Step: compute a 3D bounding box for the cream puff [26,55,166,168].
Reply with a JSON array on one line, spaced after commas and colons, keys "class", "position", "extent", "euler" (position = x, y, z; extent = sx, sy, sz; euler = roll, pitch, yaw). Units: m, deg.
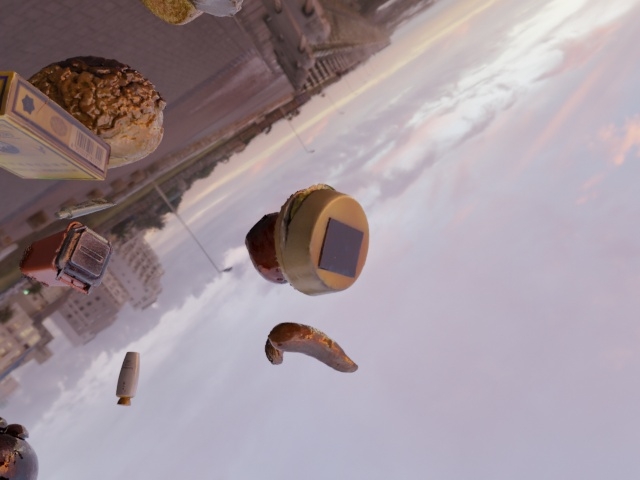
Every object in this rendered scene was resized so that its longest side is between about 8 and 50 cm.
[{"class": "cream puff", "position": [-0.543, -0.318, 1.217], "extent": [0.327, 0.231, 0.343], "euler": [-13, -144, -29]}]

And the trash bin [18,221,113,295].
[{"class": "trash bin", "position": [-0.758, 0.068, 1.503], "extent": [0.238, 0.161, 0.185], "euler": [-11, -125, 28]}]

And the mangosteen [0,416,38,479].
[{"class": "mangosteen", "position": [-1.022, 0.681, 1.537], "extent": [0.306, 0.347, 0.307], "euler": [-13, 154, -7]}]

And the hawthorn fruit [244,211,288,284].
[{"class": "hawthorn fruit", "position": [-0.118, 0.036, 1.571], "extent": [0.215, 0.250, 0.215], "euler": [-21, 164, -6]}]

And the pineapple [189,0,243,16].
[{"class": "pineapple", "position": [-0.203, -0.568, 0.976], "extent": [0.125, 0.251, 0.125], "euler": [0, 177, 0]}]

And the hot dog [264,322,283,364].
[{"class": "hot dog", "position": [-0.152, 0.355, 1.761], "extent": [0.099, 0.065, 0.147], "euler": [130, -30, -61]}]

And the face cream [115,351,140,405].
[{"class": "face cream", "position": [-0.670, 0.482, 1.775], "extent": [0.072, 0.182, 0.051], "euler": [0, 158, 8]}]

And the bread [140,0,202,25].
[{"class": "bread", "position": [-0.379, -0.675, 1.295], "extent": [0.146, 0.268, 0.268], "euler": [-56, -158, -21]}]

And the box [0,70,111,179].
[{"class": "box", "position": [-0.556, -0.198, 0.940], "extent": [0.192, 0.084, 0.301], "euler": [1, 167, 7]}]

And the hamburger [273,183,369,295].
[{"class": "hamburger", "position": [0.000, 0.000, 1.342], "extent": [0.176, 0.300, 0.300], "euler": [5, -144, 37]}]

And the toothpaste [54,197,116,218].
[{"class": "toothpaste", "position": [-0.746, -0.103, 1.612], "extent": [0.255, 0.067, 0.037], "euler": [-48, 156, -72]}]

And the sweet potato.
[{"class": "sweet potato", "position": [-0.015, 0.301, 1.462], "extent": [0.097, 0.291, 0.097], "euler": [-53, -158, 33]}]
